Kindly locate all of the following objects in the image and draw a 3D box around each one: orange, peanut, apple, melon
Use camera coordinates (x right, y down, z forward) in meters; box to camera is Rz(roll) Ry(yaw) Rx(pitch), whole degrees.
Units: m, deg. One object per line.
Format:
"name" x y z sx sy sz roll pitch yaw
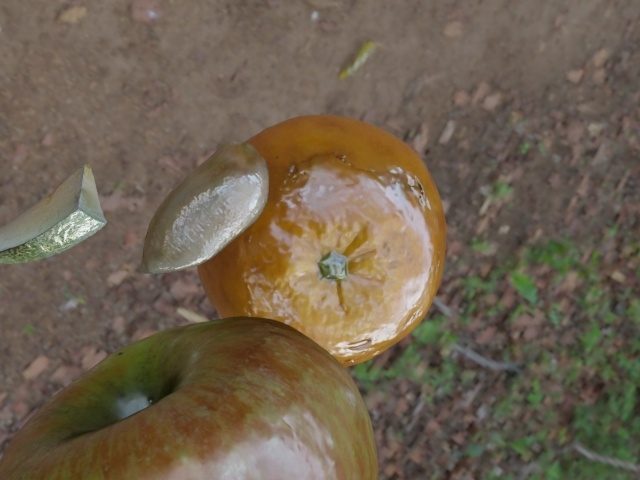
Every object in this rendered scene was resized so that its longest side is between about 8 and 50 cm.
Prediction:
"orange" 0.000 0.000 1.319 0.283 0.226 0.284 -3 103 -12
"peanut" -0.107 -0.025 1.071 0.152 0.076 0.076 -47 144 -1
"apple" -0.091 0.206 0.917 0.309 0.277 0.250 -32 111 -28
"melon" -0.345 -0.014 1.428 0.182 0.098 0.054 -32 138 11
